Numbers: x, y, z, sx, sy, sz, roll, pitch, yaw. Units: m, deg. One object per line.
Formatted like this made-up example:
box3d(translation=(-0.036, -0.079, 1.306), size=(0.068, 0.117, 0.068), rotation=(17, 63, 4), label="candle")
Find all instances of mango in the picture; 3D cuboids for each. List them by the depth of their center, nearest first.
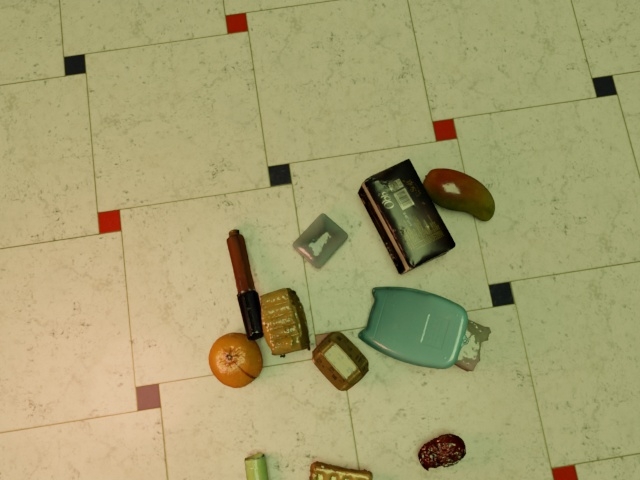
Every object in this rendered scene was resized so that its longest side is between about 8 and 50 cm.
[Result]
box3d(translation=(0.520, -0.176, 1.966), size=(0.289, 0.129, 0.146), rotation=(17, 78, -6), label="mango")

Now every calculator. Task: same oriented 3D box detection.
box3d(translation=(0.321, 0.294, 1.830), size=(0.386, 0.054, 0.256), rotation=(13, 79, 29), label="calculator")

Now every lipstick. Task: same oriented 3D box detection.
box3d(translation=(-0.203, 0.883, 1.798), size=(0.076, 0.076, 0.304), rotation=(-9, 81, -2), label="lipstick")
box3d(translation=(-0.269, 0.148, 1.888), size=(0.077, 0.077, 0.418), rotation=(-15, 65, -3), label="lipstick")

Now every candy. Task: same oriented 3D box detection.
box3d(translation=(0.478, 0.341, 1.865), size=(0.195, 0.137, 0.184), rotation=(28, 81, 7), label="candy")
box3d(translation=(0.000, 0.000, 1.958), size=(0.138, 0.071, 0.174), rotation=(42, 82, 7), label="candy")

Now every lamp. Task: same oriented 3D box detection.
box3d(translation=(0.068, 0.418, 1.844), size=(0.161, 0.161, 0.185), rotation=(-41, 80, -7), label="lamp")

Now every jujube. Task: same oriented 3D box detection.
box3d(translation=(0.413, 0.718, 1.817), size=(0.166, 0.104, 0.104), rotation=(-17, 80, 5), label="jujube")

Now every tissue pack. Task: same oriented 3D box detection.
box3d(translation=(0.301, -0.085, 1.910), size=(0.210, 0.198, 0.370), rotation=(-25, 81, -2), label="tissue pack")

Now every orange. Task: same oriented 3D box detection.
box3d(translation=(-0.294, 0.413, 1.839), size=(0.193, 0.161, 0.193), rotation=(0, 88, 5), label="orange")

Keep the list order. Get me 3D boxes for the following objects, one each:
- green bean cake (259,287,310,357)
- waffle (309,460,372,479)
box3d(translation=(-0.123, 0.285, 1.830), size=(0.131, 0.229, 0.224), rotation=(-15, 78, 4), label="green bean cake")
box3d(translation=(0.052, 0.927, 1.781), size=(0.224, 0.098, 0.327), rotation=(9, 78, 0), label="waffle")
